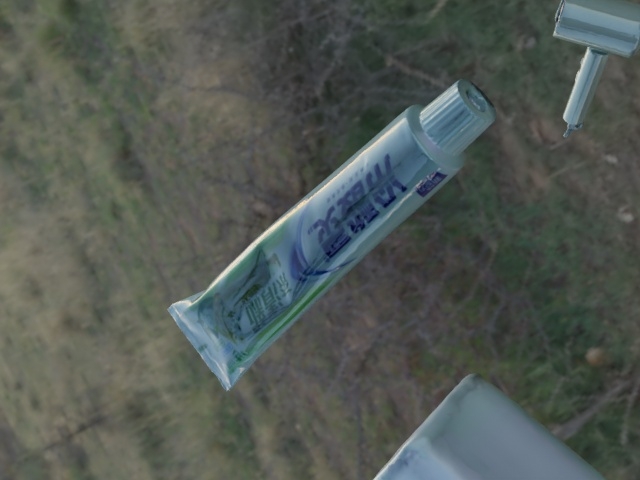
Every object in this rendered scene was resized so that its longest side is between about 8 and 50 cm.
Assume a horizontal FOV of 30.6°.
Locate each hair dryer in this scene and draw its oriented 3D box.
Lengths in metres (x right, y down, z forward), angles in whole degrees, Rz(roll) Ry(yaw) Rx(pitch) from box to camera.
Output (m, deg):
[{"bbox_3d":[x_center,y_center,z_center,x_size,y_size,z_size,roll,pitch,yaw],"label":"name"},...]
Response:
[{"bbox_3d":[0.195,-0.127,0.870,0.063,0.038,0.124,17,136,6],"label":"hair dryer"}]

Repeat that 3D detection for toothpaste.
[{"bbox_3d":[0.000,0.000,0.758,0.075,0.048,0.297,52,125,5],"label":"toothpaste"}]

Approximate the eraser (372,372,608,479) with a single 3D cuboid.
[{"bbox_3d":[0.142,0.209,0.590,0.290,0.104,0.189,40,145,13],"label":"eraser"}]
